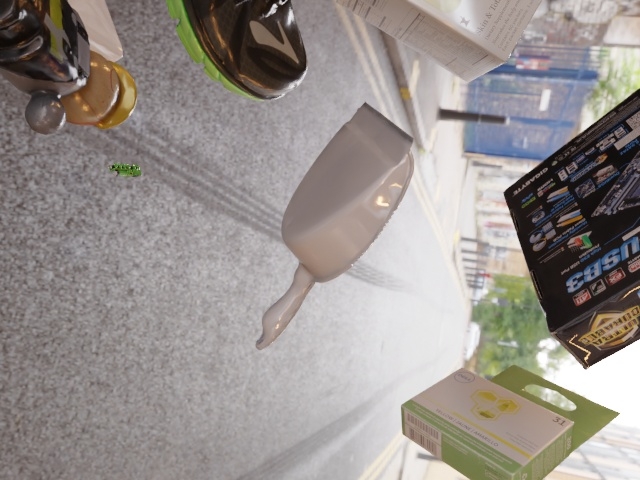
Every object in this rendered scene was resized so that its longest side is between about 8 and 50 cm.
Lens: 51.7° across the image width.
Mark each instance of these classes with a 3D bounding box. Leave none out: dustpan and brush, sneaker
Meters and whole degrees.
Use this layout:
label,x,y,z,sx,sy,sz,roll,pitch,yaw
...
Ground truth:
label,x,y,z,sx,sy,sz,roll,pitch,yaw
dustpan and brush,0.000,0.000,0.527,0.211,0.060,0.147,-47,-157,10
sneaker,-0.068,-0.346,0.724,0.483,0.202,0.185,79,22,-52

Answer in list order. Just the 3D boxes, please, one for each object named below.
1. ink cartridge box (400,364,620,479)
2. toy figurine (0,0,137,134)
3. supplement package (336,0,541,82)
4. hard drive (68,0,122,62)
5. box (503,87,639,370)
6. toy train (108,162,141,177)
label,x,y,z,sx,sy,sz,roll,pitch,yaw
ink cartridge box,0.242,0.214,0.831,0.235,0.171,0.056,-22,118,-34
toy figurine,-0.247,-0.094,0.394,0.213,0.209,0.148,-54,167,-10
supplement package,0.190,-0.404,0.999,0.199,0.262,0.198,-60,-175,3
hard drive,-0.478,-0.459,1.092,0.233,0.047,0.353,68,14,13
box,0.347,-0.051,0.686,0.073,0.295,0.293,40,26,-20
toy train,-0.349,-0.125,1.183,0.083,0.017,0.024,-13,84,-71
